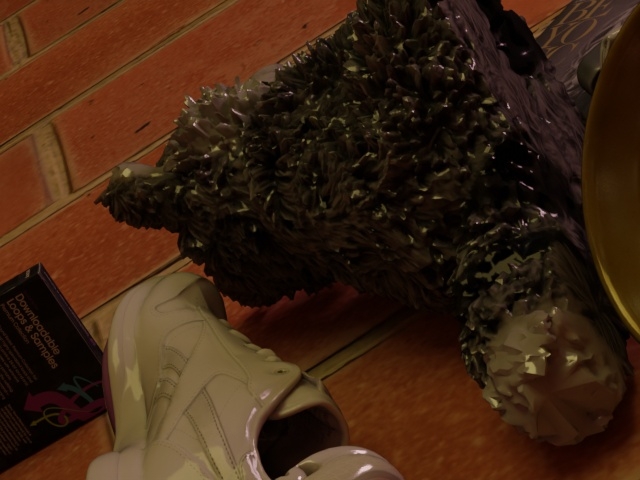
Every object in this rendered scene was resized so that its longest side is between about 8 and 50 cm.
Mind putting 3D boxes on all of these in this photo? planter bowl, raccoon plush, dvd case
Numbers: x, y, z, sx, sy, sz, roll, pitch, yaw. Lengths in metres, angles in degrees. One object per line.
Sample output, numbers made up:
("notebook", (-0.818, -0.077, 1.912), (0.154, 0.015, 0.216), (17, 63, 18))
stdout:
("planter bowl", (0.235, -0.037, 0.970), (0.090, 0.217, 0.217), (3, 3, -30))
("raccoon plush", (0.000, 0.000, 1.152), (0.299, 0.216, 0.446), (-33, 20, 20))
("dvd case", (0.203, -0.136, 1.399), (0.164, 0.018, 0.221), (-5, 34, 50))

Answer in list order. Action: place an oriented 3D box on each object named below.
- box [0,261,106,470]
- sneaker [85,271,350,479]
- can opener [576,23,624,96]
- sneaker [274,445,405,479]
("box", (-0.236, 0.103, 1.349), (0.162, 0.116, 0.029), (-29, 20, 6))
("sneaker", (-0.054, 0.111, 1.124), (0.152, 0.114, 0.305), (-17, 29, 7))
("can opener", (0.298, -0.180, 1.271), (0.283, 0.076, 0.095), (-33, 31, -5))
("sneaker", (-0.012, 0.214, 0.826), (0.118, 0.110, 0.292), (-5, 42, 37))
